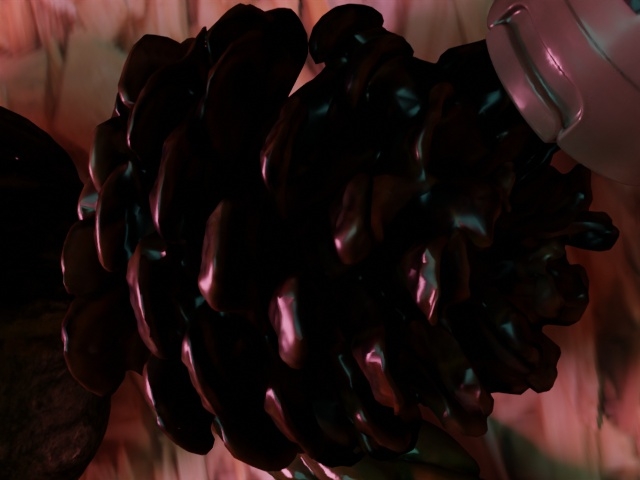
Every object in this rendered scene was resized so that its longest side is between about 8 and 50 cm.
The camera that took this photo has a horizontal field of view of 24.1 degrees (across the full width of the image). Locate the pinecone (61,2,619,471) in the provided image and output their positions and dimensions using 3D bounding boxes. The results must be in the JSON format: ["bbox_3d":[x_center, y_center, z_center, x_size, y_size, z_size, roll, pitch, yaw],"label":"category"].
[{"bbox_3d":[0.000,0.000,0.710,0.272,0.224,0.224,8,100,40],"label":"pinecone"}]

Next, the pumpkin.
[{"bbox_3d":[-0.267,0.049,0.983,0.320,0.192,0.320,7,100,41],"label":"pumpkin"}]

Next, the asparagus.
[{"bbox_3d":[0.048,0.134,0.770,0.287,0.080,0.080,26,112,40],"label":"asparagus"}]

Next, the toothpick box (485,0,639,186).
[{"bbox_3d":[0.165,-0.114,0.609,0.181,0.111,0.111,-43,66,36],"label":"toothpick box"}]
